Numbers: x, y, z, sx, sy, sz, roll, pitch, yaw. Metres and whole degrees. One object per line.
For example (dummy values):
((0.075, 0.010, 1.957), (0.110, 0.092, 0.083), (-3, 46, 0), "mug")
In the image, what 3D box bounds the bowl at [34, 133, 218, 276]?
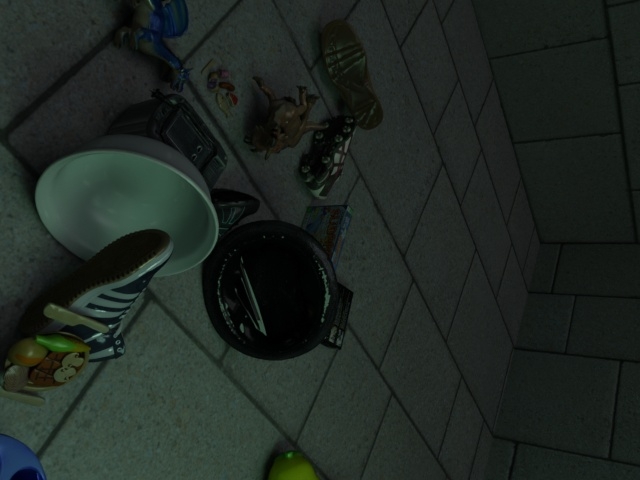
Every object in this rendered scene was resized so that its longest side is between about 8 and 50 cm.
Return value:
((-0.317, -0.078, 1.004), (0.298, 0.297, 0.134), (55, 26, -39), "bowl")

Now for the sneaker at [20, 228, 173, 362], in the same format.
((-0.344, 0.102, 0.992), (0.282, 0.099, 0.153), (-33, 133, 1), "sneaker")

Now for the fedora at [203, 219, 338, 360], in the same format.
((-0.109, 0.103, 1.338), (0.152, 0.334, 0.334), (-88, 168, -75), "fedora")

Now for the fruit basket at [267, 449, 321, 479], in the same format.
((-0.063, 0.730, 1.418), (0.392, 0.283, 0.392), (36, 23, -18), "fruit basket")

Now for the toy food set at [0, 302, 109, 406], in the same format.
((-0.432, 0.196, 0.912), (0.192, 0.038, 0.132), (-49, 135, 7), "toy food set")

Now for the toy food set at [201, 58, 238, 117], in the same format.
((-0.222, -0.351, 1.327), (0.122, 0.019, 0.078), (58, 46, -38), "toy food set")

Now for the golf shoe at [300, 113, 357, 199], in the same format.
((0.027, -0.242, 1.637), (0.273, 0.105, 0.120), (-61, 152, -27), "golf shoe")

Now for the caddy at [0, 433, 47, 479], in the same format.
((-0.524, 0.417, 0.760), (0.241, 0.179, 0.341), (55, 48, -38), "caddy")

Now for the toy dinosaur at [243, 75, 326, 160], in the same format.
((-0.091, -0.278, 1.437), (0.295, 0.127, 0.200), (13, 87, -67), "toy dinosaur")

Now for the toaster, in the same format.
((-0.299, -0.182, 1.107), (0.227, 0.146, 0.129), (54, 48, -41), "toaster")

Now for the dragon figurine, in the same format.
((-0.314, -0.434, 1.110), (0.144, 0.085, 0.289), (-20, 121, -50), "dragon figurine")

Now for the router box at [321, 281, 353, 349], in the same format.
((0.029, 0.209, 1.664), (0.133, 0.046, 0.179), (38, 60, -48), "router box")

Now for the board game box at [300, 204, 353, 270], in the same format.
((0.000, 0.000, 1.545), (0.035, 0.136, 0.201), (44, 55, -46), "board game box")

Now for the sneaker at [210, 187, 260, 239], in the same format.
((-0.238, -0.050, 1.263), (0.267, 0.101, 0.106), (-16, 122, -52), "sneaker")

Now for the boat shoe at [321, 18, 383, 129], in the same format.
((0.084, -0.489, 1.704), (0.110, 0.121, 0.341), (-106, 173, -55), "boat shoe")
